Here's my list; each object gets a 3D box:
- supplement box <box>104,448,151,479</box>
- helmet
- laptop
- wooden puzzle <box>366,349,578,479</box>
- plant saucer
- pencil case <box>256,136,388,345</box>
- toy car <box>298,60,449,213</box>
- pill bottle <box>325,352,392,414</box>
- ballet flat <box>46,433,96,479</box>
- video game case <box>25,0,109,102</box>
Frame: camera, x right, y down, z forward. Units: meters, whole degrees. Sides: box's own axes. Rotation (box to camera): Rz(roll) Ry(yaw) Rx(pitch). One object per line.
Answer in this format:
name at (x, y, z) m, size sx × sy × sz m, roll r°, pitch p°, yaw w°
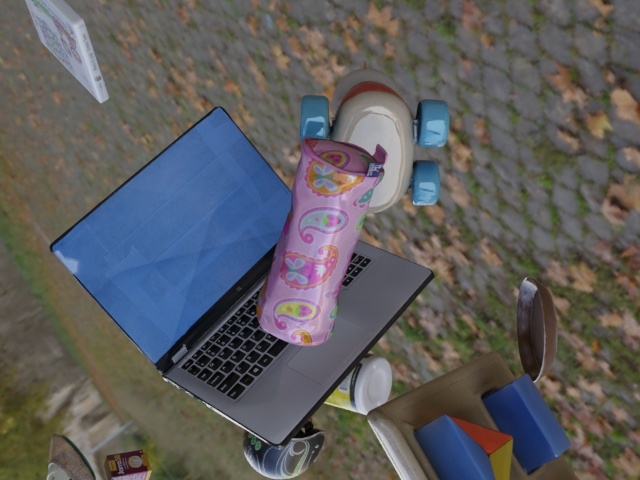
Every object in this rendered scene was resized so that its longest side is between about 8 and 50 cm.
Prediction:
supplement box at (-0.396, 0.468, 1.860) m, size 0.055 × 0.083 × 0.043 m, roll 63°, pitch 145°, yaw 36°
helmet at (-0.079, 0.417, 1.887) m, size 0.169 × 0.169 × 0.161 m, roll 44°, pitch 130°, yaw 28°
laptop at (-0.112, 0.035, 1.392) m, size 0.408 × 0.382 × 0.236 m, roll 23°, pitch 147°, yaw 37°
wooden puzzle at (0.223, 0.273, 0.947) m, size 0.348 × 0.080 × 0.322 m, roll -7°, pitch -118°, yaw -59°
plant saucer at (0.345, 0.140, 1.437) m, size 0.168 × 0.029 × 0.168 m, roll 179°, pitch 90°, yaw -87°
pencil case at (0.000, 0.000, 1.210) m, size 0.124 × 0.124 × 0.284 m, roll 39°, pitch 122°, yaw 39°
toy car at (0.074, -0.184, 1.446) m, size 0.238 × 0.219 × 0.210 m, roll -92°, pitch 4°, yaw -53°
pill bottle at (0.027, 0.268, 1.805) m, size 0.209 × 0.119 × 0.119 m, roll 9°, pitch 138°, yaw 36°
ballet flat at (-0.478, 0.513, 1.798) m, size 0.316 × 0.106 × 0.107 m, roll 39°, pitch 136°, yaw 28°
video game case at (-0.340, -0.273, 1.184) m, size 0.157 × 0.019 × 0.143 m, roll 44°, pitch 158°, yaw 25°
